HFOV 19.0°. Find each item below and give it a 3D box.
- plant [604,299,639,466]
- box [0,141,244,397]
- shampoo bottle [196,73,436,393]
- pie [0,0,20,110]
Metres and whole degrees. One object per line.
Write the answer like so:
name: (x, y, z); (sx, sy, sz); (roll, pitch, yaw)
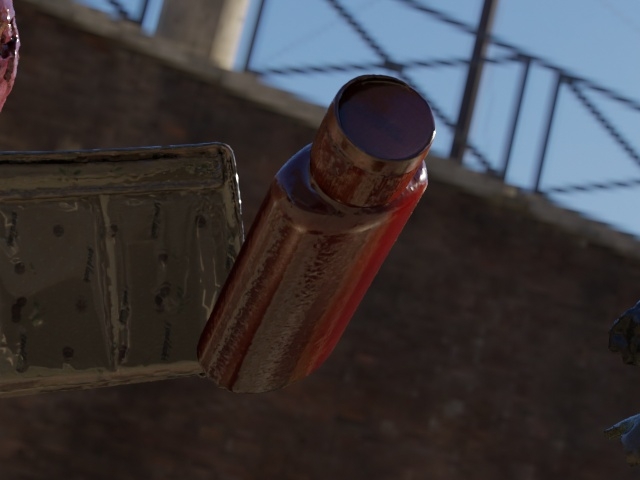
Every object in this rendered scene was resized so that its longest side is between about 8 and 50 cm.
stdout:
plant: (0.274, 0.086, 1.286); (0.131, 0.203, 0.142); (16, 25, -35)
box: (-0.192, 0.031, 1.602); (0.225, 0.190, 0.297); (-5, -3, -11)
shampoo bottle: (0.000, 0.000, 1.133); (0.102, 0.064, 0.260); (-20, -24, -29)
pie: (-0.210, -0.085, 0.865); (0.153, 0.154, 0.038); (16, 14, -12)
